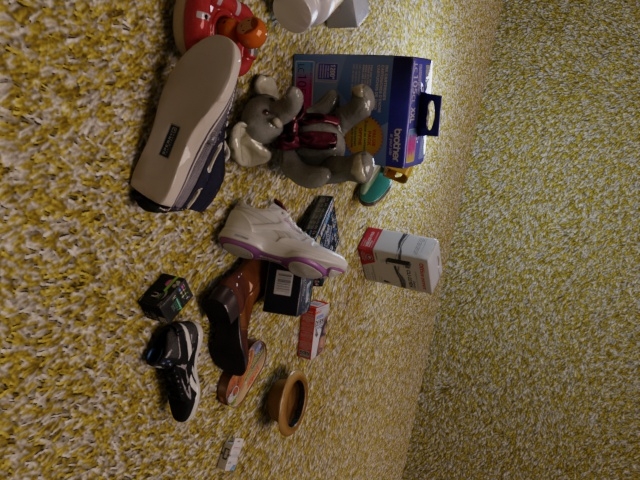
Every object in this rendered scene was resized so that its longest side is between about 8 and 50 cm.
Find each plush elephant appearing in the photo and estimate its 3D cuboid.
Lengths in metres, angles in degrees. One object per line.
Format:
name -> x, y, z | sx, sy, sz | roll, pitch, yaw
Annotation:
plush elephant -> -0.062, -0.259, 1.280 | 0.255, 0.330, 0.271 | 32, 55, -39

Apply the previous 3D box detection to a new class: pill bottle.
pill bottle -> -0.014, -0.604, 1.341 | 0.245, 0.136, 0.136 | -59, 147, -35

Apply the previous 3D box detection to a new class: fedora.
fedora -> -0.103, 0.471, 1.642 | 0.194, 0.079, 0.194 | 4, 90, -65

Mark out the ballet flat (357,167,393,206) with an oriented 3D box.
ballet flat -> 0.216, -0.222, 1.995 | 0.106, 0.108, 0.316 | 85, 27, -58

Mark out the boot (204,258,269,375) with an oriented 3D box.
boot -> -0.182, 0.162, 1.399 | 0.280, 0.096, 0.264 | -56, 140, -53

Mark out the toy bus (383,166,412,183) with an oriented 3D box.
toy bus -> 0.282, -0.288, 1.841 | 0.191, 0.104, 0.202 | -54, 166, -56

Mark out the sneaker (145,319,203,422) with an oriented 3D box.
sneaker -> -0.314, 0.276, 1.160 | 0.121, 0.079, 0.216 | 8, 84, -61

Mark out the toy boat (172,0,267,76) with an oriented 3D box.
toy boat -> -0.173, -0.405, 1.084 | 0.231, 0.151, 0.150 | -7, 106, -63

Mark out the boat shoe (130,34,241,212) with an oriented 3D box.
boat shoe -> -0.226, -0.206, 1.060 | 0.340, 0.127, 0.158 | -60, 160, 7

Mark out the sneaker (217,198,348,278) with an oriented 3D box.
sneaker -> -0.074, -0.009, 1.298 | 0.114, 0.305, 0.152 | 120, -12, -61

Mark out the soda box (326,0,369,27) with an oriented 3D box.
soda box -> 0.048, -0.712, 1.469 | 0.091, 0.098, 0.286 | -60, 148, -36

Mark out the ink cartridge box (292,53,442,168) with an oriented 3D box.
ink cartridge box -> 0.128, -0.335, 1.436 | 0.151, 0.396, 0.269 | -27, 123, -58

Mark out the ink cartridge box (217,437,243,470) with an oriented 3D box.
ink cartridge box -> -0.236, 0.557, 1.466 | 0.048, 0.028, 0.083 | 44, 61, -60

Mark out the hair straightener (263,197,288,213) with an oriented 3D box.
hair straightener -> -0.110, -0.010, 1.503 | 0.089, 0.047, 0.230 | -43, 147, -18

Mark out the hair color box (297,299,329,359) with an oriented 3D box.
hair color box -> -0.022, 0.280, 1.761 | 0.093, 0.053, 0.167 | -13, 113, -62

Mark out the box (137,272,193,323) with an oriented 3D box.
box -> -0.307, 0.115, 1.115 | 0.083, 0.062, 0.052 | -56, 144, -39

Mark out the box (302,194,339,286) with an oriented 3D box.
box -> 0.000, 0.000, 1.647 | 0.220, 0.051, 0.175 | -68, 156, -46

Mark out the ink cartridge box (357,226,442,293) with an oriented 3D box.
ink cartridge box -> 0.296, 0.073, 2.066 | 0.114, 0.273, 0.197 | -60, 148, -34

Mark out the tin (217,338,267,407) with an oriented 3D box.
tin -> -0.201, 0.340, 1.447 | 0.189, 0.040, 0.106 | -57, 142, -37

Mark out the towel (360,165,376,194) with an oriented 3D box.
towel -> 0.205, -0.331, 1.736 | 0.248, 0.038, 0.324 | -56, 167, -53

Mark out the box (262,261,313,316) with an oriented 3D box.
box -> -0.075, 0.106, 1.432 | 0.158, 0.093, 0.155 | 10, 89, -80
